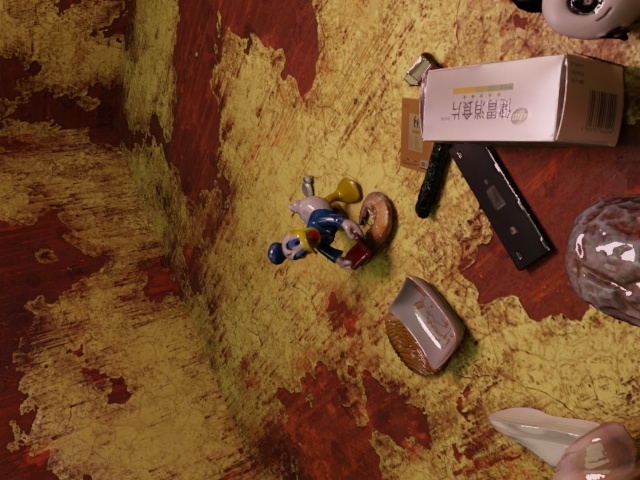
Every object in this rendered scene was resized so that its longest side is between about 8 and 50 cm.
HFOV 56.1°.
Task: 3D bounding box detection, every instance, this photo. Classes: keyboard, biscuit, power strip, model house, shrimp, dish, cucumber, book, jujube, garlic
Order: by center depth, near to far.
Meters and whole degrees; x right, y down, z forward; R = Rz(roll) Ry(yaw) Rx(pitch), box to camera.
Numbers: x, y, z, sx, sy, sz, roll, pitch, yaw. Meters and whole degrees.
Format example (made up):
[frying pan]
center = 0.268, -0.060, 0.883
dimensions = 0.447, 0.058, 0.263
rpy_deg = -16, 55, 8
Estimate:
[jujube]
center = 0.540, 0.043, 0.917
dimensions = 0.317, 0.226, 0.226
rpy_deg = 17, 116, 48
[garlic]
center = 0.541, 0.477, 1.123
dimensions = 0.217, 0.110, 0.228
rpy_deg = 41, 124, 6
[keyboard]
center = 0.381, -0.091, 1.290
dimensions = 0.106, 0.027, 0.317
rpy_deg = -47, 62, 49
[model house]
center = 0.234, -0.385, 1.389
dimensions = 0.058, 0.057, 0.083
rpy_deg = 43, 121, 3
[cucumber]
center = 0.271, -0.168, 1.414
dimensions = 0.043, 0.044, 0.257
rpy_deg = -117, 31, -53
[book]
center = 0.237, -0.255, 1.463
dimensions = 0.118, 0.012, 0.172
rpy_deg = 27, 124, 51
[dish]
center = 0.279, 0.197, 1.511
dimensions = 0.212, 0.077, 0.151
rpy_deg = 55, 144, 30
[biscuit]
center = 0.255, 0.278, 1.620
dimensions = 0.228, 0.031, 0.176
rpy_deg = 0, 103, 58
[shrimp]
center = 0.140, -0.029, 1.678
dimensions = 0.251, 0.052, 0.144
rpy_deg = -65, 37, 38
[power strip]
center = -0.037, -0.172, 1.914
dimensions = 0.055, 0.035, 0.083
rpy_deg = 46, 150, 39

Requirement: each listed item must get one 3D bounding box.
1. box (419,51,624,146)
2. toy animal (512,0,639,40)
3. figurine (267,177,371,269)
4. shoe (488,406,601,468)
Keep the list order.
[box]
center = 0.356, -0.249, 1.111
dimensions = 0.332, 0.173, 0.145
rpy_deg = 14, 102, 55
[toy animal]
center = 0.422, -0.430, 0.963
dimensions = 0.235, 0.165, 0.187
rpy_deg = 53, 124, 36
[figurine]
center = 0.000, 0.000, 1.638
dimensions = 0.283, 0.338, 0.205
rpy_deg = 39, 140, 29
[shoe]
center = 0.477, 0.431, 1.278
dimensions = 0.265, 0.095, 0.110
rpy_deg = -10, 94, 56
